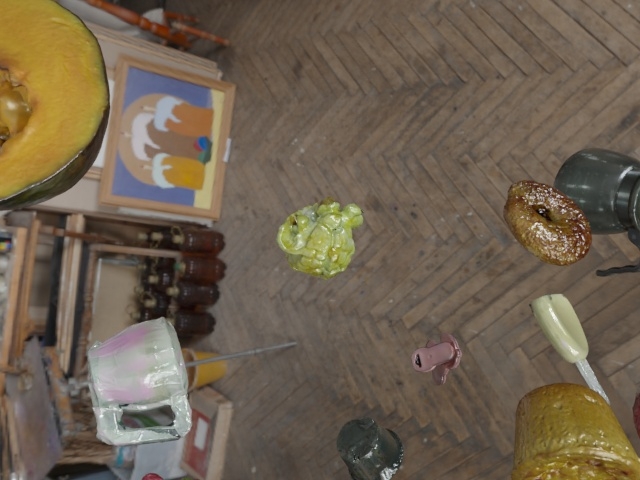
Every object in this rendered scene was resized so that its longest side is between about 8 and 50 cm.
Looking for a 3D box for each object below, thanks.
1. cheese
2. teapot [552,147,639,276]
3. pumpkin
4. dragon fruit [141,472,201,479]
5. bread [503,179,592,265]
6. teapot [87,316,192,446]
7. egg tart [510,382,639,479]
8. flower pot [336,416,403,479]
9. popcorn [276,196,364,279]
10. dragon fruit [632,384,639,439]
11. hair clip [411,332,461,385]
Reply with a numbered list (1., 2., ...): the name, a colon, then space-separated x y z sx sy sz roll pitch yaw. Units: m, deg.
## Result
1. cheese: 0.531 0.230 1.190 0.054 0.127 0.251 -40 62 36
2. teapot: 0.728 -0.074 1.387 0.305 0.223 0.285 -63 25 -1
3. pumpkin: -0.301 -0.132 0.617 0.169 0.148 0.312 107 142 -57
4. dragon fruit: -0.256 0.502 0.953 0.272 0.198 0.218 -22 56 19
5. bread: 0.424 -0.036 1.057 0.064 0.193 0.193 -55 50 46
6. teapot: -0.346 0.271 1.080 0.163 0.178 0.222 -173 71 -71
7. egg tart: 0.415 0.340 0.948 0.202 0.202 0.147 -37 26 33
8. flower pot: 0.112 0.513 1.406 0.157 0.107 0.157 -26 33 19
9. popcorn: 0.000 0.000 1.004 0.135 0.162 0.141 63 153 2
10. dragon fruit: 0.725 0.341 1.124 0.189 0.163 0.262 38 95 37
11. hair clip: 0.321 0.306 1.497 0.138 0.102 0.123 -33 59 28
